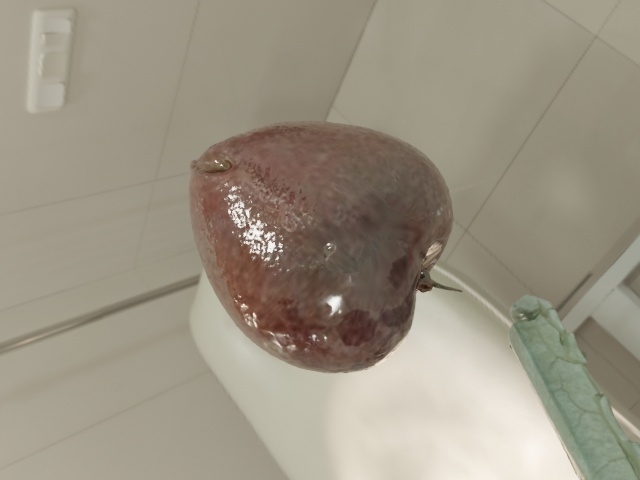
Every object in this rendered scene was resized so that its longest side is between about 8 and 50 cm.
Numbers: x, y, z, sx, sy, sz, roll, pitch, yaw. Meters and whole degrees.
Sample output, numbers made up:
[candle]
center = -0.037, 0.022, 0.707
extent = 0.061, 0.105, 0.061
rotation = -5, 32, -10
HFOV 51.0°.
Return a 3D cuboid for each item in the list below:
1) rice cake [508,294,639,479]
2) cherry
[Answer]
[rice cake]
center = 0.256, 0.182, 0.639
extent = 0.336, 0.062, 0.066
rotation = -106, 4, -51
[cherry]
center = 0.000, 0.000, 0.698
extent = 0.307, 0.261, 0.221
rotation = 27, 159, 0
